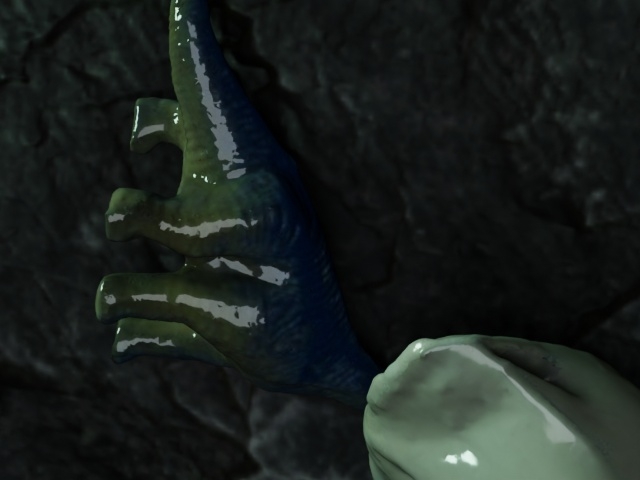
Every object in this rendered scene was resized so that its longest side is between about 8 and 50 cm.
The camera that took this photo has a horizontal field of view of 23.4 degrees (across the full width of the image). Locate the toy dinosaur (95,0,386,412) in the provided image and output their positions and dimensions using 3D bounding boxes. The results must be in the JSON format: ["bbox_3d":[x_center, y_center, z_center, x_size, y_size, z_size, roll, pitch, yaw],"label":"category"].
[{"bbox_3d":[0.000,0.000,0.678,0.188,0.075,0.248,6,100,-2],"label":"toy dinosaur"}]

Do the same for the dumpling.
[{"bbox_3d":[0.100,0.122,0.653,0.229,0.124,0.151,42,128,-14],"label":"dumpling"}]
